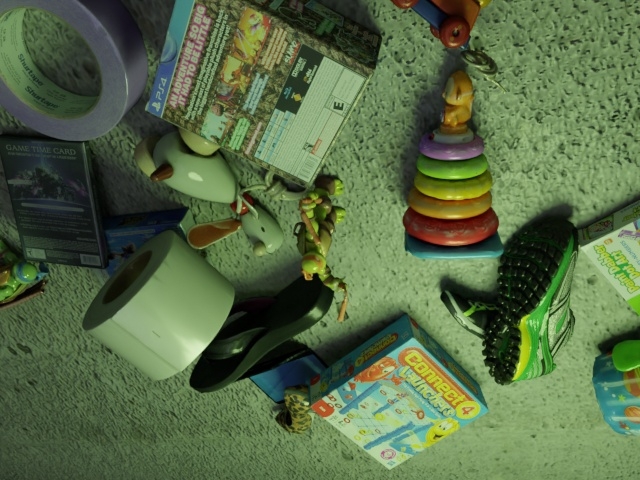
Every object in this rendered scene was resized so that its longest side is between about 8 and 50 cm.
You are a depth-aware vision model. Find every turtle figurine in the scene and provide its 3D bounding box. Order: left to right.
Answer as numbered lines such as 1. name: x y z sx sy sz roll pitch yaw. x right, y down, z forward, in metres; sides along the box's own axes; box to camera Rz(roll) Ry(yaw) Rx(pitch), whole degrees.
1. turtle figurine: -0.807 0.085 1.257 0.266 0.274 0.198 -23 87 32
2. turtle figurine: 0.000 0.000 0.995 0.087 0.217 0.270 -8 127 18

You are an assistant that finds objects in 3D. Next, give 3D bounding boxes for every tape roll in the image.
1. tape roll: -0.438 -0.309 0.920 0.274 0.090 0.275 6 130 7
2. tape roll: -0.313 0.123 1.068 0.246 0.246 0.169 -28 118 30

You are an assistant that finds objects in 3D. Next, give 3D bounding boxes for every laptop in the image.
1. laptop: -0.115 0.368 1.372 0.234 0.264 0.137 -25 83 28

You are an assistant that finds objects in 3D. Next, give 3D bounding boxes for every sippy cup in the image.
1. sippy cup: 0.691 0.298 1.105 0.224 0.240 0.306 -23 97 39

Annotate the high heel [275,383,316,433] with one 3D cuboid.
1. high heel: -0.082 0.427 1.418 0.186 0.093 0.261 35 141 -29

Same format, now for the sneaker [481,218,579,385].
1. sneaker: 0.423 0.117 1.057 0.146 0.134 0.344 -2 117 -20

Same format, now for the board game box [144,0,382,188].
1. board game box: -0.087 -0.260 0.851 0.290 0.141 0.232 25 129 -9

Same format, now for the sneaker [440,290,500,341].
1. sneaker: 0.356 0.157 1.157 0.234 0.084 0.097 35 102 -17

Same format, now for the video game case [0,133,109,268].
1. video game case: -0.547 -0.076 1.126 0.195 0.026 0.275 6 114 11

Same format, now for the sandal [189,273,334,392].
1. sandal: -0.162 0.188 1.226 0.445 0.168 0.107 -38 119 24

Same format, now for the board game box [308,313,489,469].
1. board game box: 0.183 0.369 1.297 0.302 0.086 0.308 -39 114 18

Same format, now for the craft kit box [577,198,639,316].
1. craft kit box: 0.640 0.015 0.981 0.250 0.061 0.246 41 128 -20

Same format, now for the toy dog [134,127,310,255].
1. toy dog: -0.196 -0.082 1.007 0.333 0.161 0.220 30 129 -13

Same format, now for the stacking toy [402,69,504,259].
1. stacking toy: 0.219 -0.126 0.907 0.165 0.175 0.302 0 117 9

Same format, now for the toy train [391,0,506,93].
1. toy train: 0.216 -0.337 0.761 0.248 0.105 0.143 33 115 -15

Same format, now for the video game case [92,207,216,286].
1. video game case: -0.377 0.054 1.223 0.269 0.061 0.245 -5 128 16
